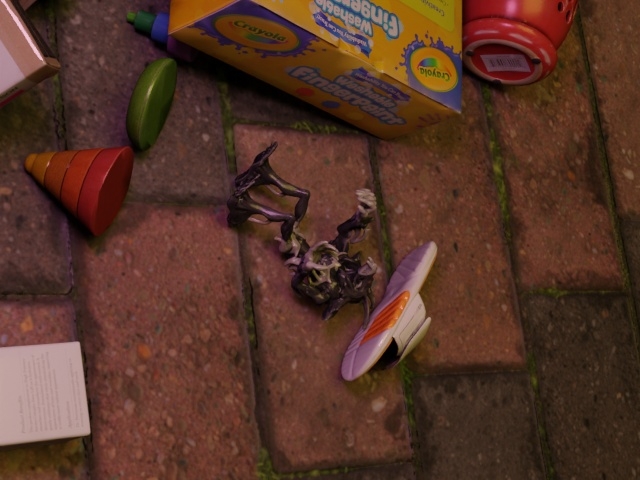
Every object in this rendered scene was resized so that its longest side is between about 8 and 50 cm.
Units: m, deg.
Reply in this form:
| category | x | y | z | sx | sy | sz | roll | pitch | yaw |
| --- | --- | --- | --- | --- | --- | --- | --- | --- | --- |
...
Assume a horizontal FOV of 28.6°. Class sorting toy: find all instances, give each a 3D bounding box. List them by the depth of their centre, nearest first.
| category | x | y | z | sx | sy | sz | roll | pitch | yaw |
| --- | --- | --- | --- | --- | --- | --- | --- | --- | --- |
| sorting toy | -0.275 | -0.178 | 1.652 | 0.126 | 0.127 | 0.366 | 19 | 58 | 5 |

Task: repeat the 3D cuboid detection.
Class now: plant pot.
| category | x | y | z | sx | sy | sz | roll | pitch | yaw |
| --- | --- | --- | --- | --- | --- | --- | --- | --- | --- |
| plant pot | 0.311 | -0.359 | 2.023 | 0.191 | 0.191 | 0.174 | 28 | 65 | -23 |

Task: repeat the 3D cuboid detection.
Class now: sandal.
| category | x | y | z | sx | sy | sz | roll | pitch | yaw |
| --- | --- | --- | --- | --- | --- | --- | --- | --- | --- |
| sandal | 0.124 | 0.110 | 1.802 | 0.076 | 0.102 | 0.265 | 42 | 55 | -12 |

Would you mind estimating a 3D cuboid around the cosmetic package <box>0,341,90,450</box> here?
| category | x | y | z | sx | sy | sz | roll | pitch | yaw |
| --- | --- | --- | --- | --- | --- | --- | --- | --- | --- |
| cosmetic package | -0.390 | 0.186 | 1.451 | 0.231 | 0.085 | 0.117 | -1 | 75 | -32 |

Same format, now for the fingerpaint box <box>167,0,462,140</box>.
| category | x | y | z | sx | sy | sz | roll | pitch | yaw |
| --- | --- | --- | --- | --- | --- | --- | --- | --- | --- |
| fingerpaint box | 0.007 | -0.396 | 1.798 | 0.444 | 0.163 | 0.371 | 20 | 64 | -43 |

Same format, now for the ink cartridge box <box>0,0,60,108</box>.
| category | x | y | z | sx | sy | sz | roll | pitch | yaw |
| --- | --- | --- | --- | --- | --- | --- | --- | --- | --- |
| ink cartridge box | -0.456 | -0.219 | 1.461 | 0.234 | 0.088 | 0.193 | -34 | 94 | 1 |

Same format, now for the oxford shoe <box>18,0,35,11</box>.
| category | x | y | z | sx | sy | sz | roll | pitch | yaw |
| --- | --- | --- | --- | --- | --- | --- | --- | --- | --- |
| oxford shoe | -0.362 | -0.394 | 1.652 | 0.364 | 0.130 | 0.133 | -51 | 130 | -34 |

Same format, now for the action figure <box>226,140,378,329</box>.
| category | x | y | z | sx | sy | sz | roll | pitch | yaw |
| --- | --- | --- | --- | --- | --- | --- | --- | --- | --- |
| action figure | 0.000 | 0.000 | 1.734 | 0.275 | 0.141 | 0.164 | 43 | 45 | -13 |
